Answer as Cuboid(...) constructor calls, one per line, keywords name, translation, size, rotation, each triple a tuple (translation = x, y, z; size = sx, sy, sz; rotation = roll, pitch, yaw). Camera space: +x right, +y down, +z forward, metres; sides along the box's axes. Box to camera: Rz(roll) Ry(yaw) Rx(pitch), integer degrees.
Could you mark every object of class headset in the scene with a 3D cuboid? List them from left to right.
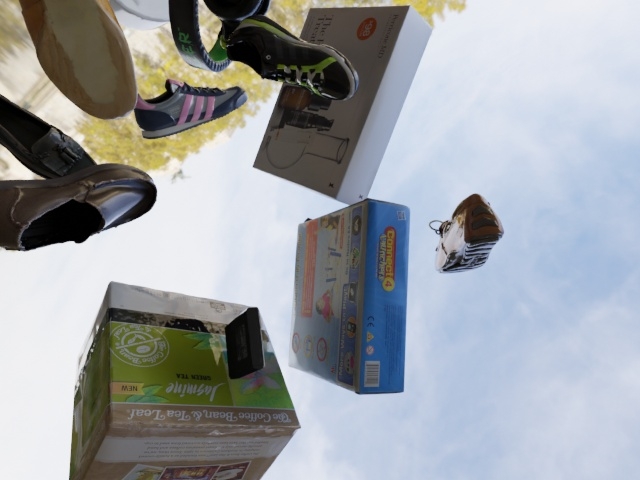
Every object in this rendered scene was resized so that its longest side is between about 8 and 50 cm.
Cuboid(name="headset", translation=(-0.194, -0.511, 0.845), size=(0.243, 0.186, 0.393), rotation=(72, 36, -78))

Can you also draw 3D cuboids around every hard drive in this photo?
Cuboid(name="hard drive", translation=(-0.127, 0.171, 0.757), size=(0.135, 0.022, 0.094), rotation=(-40, -126, 55))

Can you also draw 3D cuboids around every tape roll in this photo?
Cuboid(name="tape roll", translation=(-0.453, -0.682, 1.145), size=(0.100, 0.286, 0.286), rotation=(7, -121, 45))

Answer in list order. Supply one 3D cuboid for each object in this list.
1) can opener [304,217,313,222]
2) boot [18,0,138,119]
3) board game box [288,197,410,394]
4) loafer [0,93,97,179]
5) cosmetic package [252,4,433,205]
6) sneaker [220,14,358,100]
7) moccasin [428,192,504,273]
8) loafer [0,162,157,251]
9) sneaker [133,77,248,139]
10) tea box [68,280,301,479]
Cuboid(name="can opener", translation=(0.000, 0.000, 1.645), size=(0.073, 0.186, 0.059), rotation=(-52, 168, 26))
Cuboid(name="boot", translation=(-0.304, -0.316, 0.553), size=(0.104, 0.295, 0.211), rotation=(-16, -125, -5))
Cuboid(name="board game box", translation=(0.041, 0.102, 0.864), size=(0.302, 0.086, 0.307), rotation=(167, -71, -65))
Cuboid(name="loafer", translation=(-0.561, -0.199, 0.903), size=(0.084, 0.268, 0.096), rotation=(-29, -148, 54))
Cuboid(name="cosmetic package", translation=(0.030, -0.285, 0.965), size=(0.285, 0.098, 0.376), rotation=(25, -83, 41))
Cuboid(name="sneaker", translation=(-0.055, -0.275, 0.745), size=(0.235, 0.084, 0.097), rotation=(30, -121, 12))
Cuboid(name="moccasin", translation=(0.369, -0.006, 1.223), size=(0.139, 0.380, 0.146), rotation=(-10, -111, 6))
Cuboid(name="loafer", translation=(-0.432, -0.046, 0.845), size=(0.366, 0.130, 0.133), rotation=(-31, 148, -58))
Cuboid(name="sneaker", translation=(-0.348, -0.384, 1.252), size=(0.319, 0.130, 0.112), rotation=(-30, -143, -24))
Cuboid(name="tea box", translation=(-0.264, 0.282, 0.875), size=(0.219, 0.329, 0.323), rotation=(-58, -143, 23))
